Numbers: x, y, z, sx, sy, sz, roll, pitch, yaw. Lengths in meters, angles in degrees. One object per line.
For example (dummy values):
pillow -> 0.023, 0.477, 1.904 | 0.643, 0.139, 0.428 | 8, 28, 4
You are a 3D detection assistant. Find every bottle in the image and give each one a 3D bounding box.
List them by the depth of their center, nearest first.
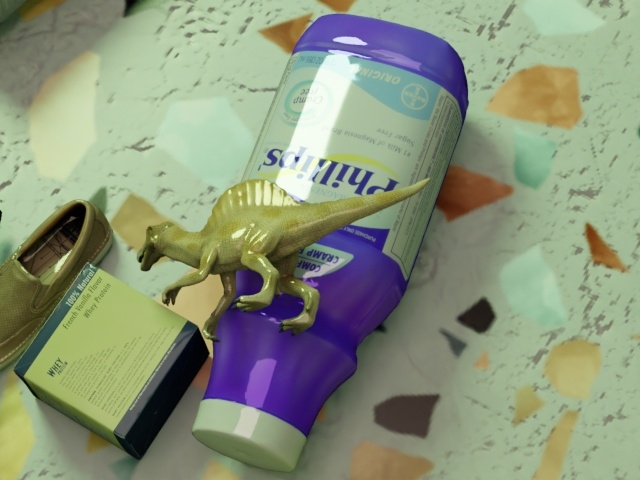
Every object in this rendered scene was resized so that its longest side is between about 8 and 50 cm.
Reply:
bottle -> 0.000, 0.000, 1.072 | 0.118, 0.092, 0.282 | 15, 70, 17

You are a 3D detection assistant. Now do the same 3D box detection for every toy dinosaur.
toy dinosaur -> -0.029, 0.003, 0.994 | 0.183, 0.053, 0.092 | -11, 61, 15

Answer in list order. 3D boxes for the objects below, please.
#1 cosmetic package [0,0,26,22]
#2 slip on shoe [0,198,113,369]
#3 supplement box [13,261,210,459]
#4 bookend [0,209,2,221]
cosmetic package -> -0.197, -0.262, 1.181 | 0.238, 0.107, 0.127 | -41, 71, -20
slip on shoe -> -0.186, 0.028, 1.103 | 0.051, 0.041, 0.135 | 42, 77, 18
supplement box -> -0.127, 0.074, 1.072 | 0.083, 0.056, 0.083 | 29, 73, 14
bookend -> -0.296, 0.037, 1.086 | 0.157, 0.072, 0.156 | -9, 53, 20
